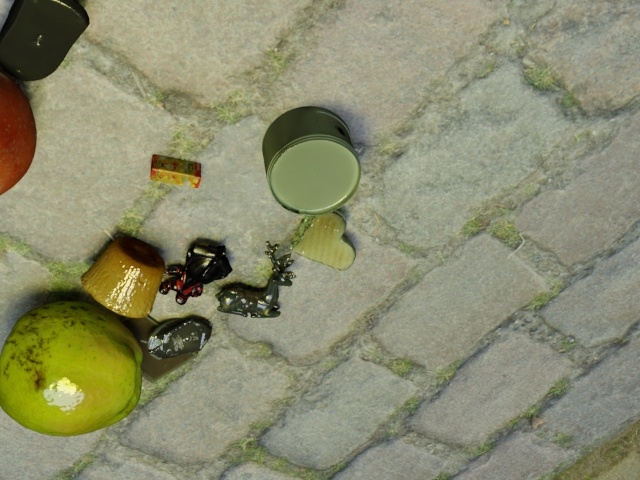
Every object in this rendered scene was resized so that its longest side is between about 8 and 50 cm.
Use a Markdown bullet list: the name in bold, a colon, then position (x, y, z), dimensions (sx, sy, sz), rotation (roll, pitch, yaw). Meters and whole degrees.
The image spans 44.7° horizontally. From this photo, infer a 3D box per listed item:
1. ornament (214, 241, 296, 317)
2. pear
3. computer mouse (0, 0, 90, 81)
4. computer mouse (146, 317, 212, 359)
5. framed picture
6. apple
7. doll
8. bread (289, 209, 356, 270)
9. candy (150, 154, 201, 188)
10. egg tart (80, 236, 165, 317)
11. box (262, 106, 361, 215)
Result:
- **ornament**: position (-0.170, 0.106, 2.141), dimensions (0.202, 0.080, 0.236), rotation (11, 128, -21)
- **pear**: position (-0.651, 0.346, 2.067), dimensions (0.391, 0.391, 0.391), rotation (-5, 129, -6)
- **computer mouse**: position (-0.577, -0.436, 1.605), dimensions (0.137, 0.086, 0.269), rotation (20, 143, -34)
- **computer mouse**: position (-0.404, 0.275, 2.231), dimensions (0.192, 0.062, 0.106), rotation (-17, 114, -17)
- **framed picture**: position (-0.512, 0.314, 2.280), dimensions (0.189, 0.023, 0.260), rotation (-33, 127, 16)
- **apple**: position (-0.778, -0.230, 1.629), dimensions (0.348, 0.277, 0.348), rotation (-5, 130, -6)
- **doll**: position (-0.333, 0.081, 2.092), dimensions (0.127, 0.088, 0.248), rotation (10, 138, -43)
- **bread**: position (0.000, 0.000, 2.092), dimensions (0.172, 0.064, 0.232), rotation (-19, 128, 6)
- **candy**: position (-0.353, -0.168, 1.895), dimensions (0.122, 0.062, 0.038), rotation (10, 128, -18)
- **egg tart**: position (-0.494, 0.086, 2.010), dimensions (0.202, 0.202, 0.147), rotation (26, 105, -27)
- **box**: position (-0.023, -0.189, 1.881), dimensions (0.226, 0.149, 0.226), rotation (-6, 130, -7)
